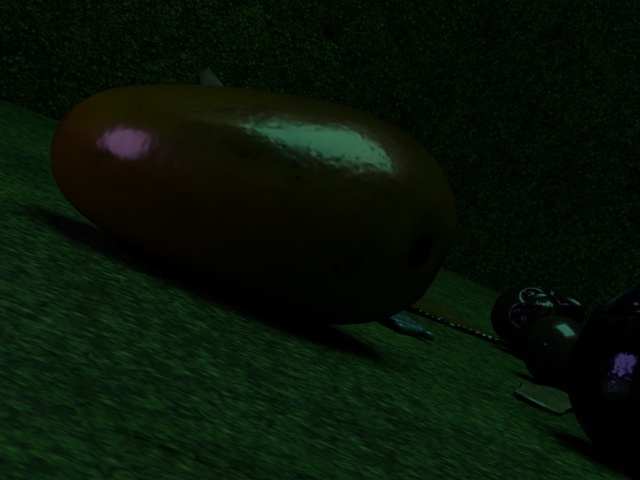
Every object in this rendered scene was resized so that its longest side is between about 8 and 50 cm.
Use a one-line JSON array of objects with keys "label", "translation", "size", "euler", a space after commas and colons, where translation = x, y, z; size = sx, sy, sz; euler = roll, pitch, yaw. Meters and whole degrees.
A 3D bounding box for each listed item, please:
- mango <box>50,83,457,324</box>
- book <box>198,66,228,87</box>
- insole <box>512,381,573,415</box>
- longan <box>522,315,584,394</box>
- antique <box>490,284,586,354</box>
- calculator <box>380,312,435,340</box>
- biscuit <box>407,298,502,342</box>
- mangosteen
[{"label": "mango", "translation": [-0.076, -0.053, 1.626], "size": [0.446, 0.232, 0.300], "euler": [17, 7, 6]}, {"label": "book", "translation": [-0.031, -0.083, 2.339], "size": [0.428, 0.039, 0.300], "euler": [49, 2, -14]}, {"label": "insole", "translation": [0.281, 0.193, 1.885], "size": [0.081, 0.011, 0.248], "euler": [24, 4, 15]}, {"label": "longan", "translation": [0.329, 0.161, 2.090], "size": [0.106, 0.106, 0.119], "euler": [20, 43, -40]}, {"label": "antique", "translation": [0.350, 0.131, 2.477], "size": [0.143, 0.121, 0.257], "euler": [21, 2, 5]}, {"label": "calculator", "translation": [0.092, 0.102, 2.041], "size": [0.094, 0.019, 0.141], "euler": [17, 6, -35]}, {"label": "biscuit", "translation": [0.161, 0.106, 2.519], "size": [0.232, 0.013, 0.237], "euler": [21, 3, -26]}, {"label": "mangosteen", "translation": [0.363, 0.156, 1.570], "size": [0.216, 0.216, 0.216], "euler": [23, 3, -1]}]
